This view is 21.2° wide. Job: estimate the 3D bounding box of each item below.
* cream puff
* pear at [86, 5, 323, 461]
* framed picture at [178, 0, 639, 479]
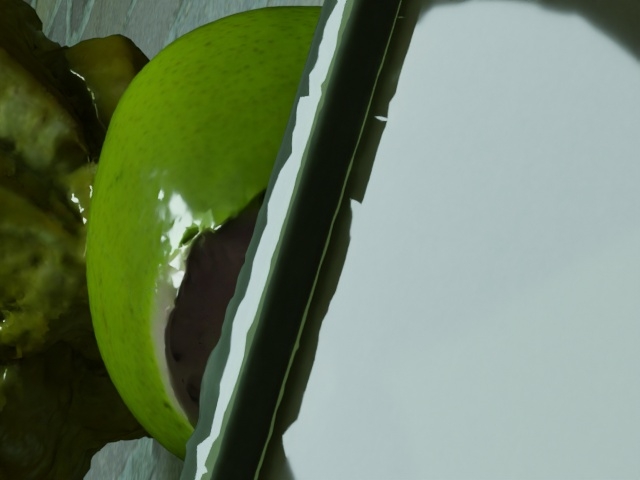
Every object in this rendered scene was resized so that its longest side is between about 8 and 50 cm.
[{"bbox_3d":[-0.189,0.009,0.931,0.274,0.323,0.270,-64,-5,-4],"label":"cream puff"},{"bbox_3d":[0.000,0.000,0.659,0.219,0.187,0.187,-94,20,-76],"label":"pear"},{"bbox_3d":[0.113,-0.042,0.305,0.326,0.028,0.446,16,89,49],"label":"framed picture"}]
